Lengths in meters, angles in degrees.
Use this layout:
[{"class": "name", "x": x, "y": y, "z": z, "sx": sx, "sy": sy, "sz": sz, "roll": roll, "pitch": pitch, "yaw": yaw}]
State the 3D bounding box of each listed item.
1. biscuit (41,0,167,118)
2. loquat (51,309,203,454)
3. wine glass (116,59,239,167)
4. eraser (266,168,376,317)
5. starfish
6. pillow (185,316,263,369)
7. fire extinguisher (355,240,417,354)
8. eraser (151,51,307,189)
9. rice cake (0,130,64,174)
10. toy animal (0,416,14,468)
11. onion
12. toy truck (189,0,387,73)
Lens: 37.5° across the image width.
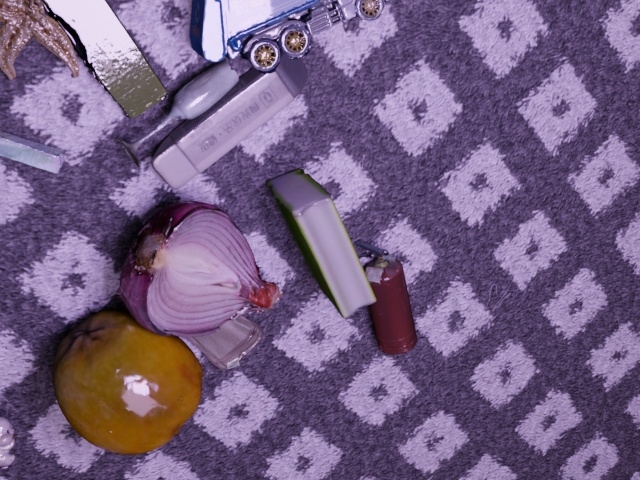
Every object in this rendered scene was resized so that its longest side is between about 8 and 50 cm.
[{"class": "biscuit", "x": -0.393, "y": -0.360, "z": 1.669, "sx": 0.099, "sy": 0.038, "sz": 0.322, "roll": -38, "pitch": 122, "yaw": -6}, {"class": "loquat", "x": -0.378, "y": 0.277, "z": 1.855, "sx": 0.276, "sy": 0.276, "sz": 0.284, "roll": -40, "pitch": 120, "yaw": -1}, {"class": "wine glass", "x": -0.258, "y": -0.245, "z": 1.761, "sx": 0.262, "sy": 0.074, "sz": 0.074, "roll": -40, "pitch": 123, "yaw": -8}, {"class": "eraser", "x": 0.000, "y": 0.000, "z": 1.911, "sx": 0.092, "sy": 0.210, "sz": 0.274, "roll": -30, "pitch": 119, "yaw": -6}, {"class": "starfish", "x": -0.515, "y": -0.359, "z": 1.591, "sx": 0.138, "sy": 0.050, "sz": 0.247, "roll": -22, "pitch": 119, "yaw": 8}, {"class": "pillow", "x": -0.229, "y": 0.180, "z": 1.995, "sx": 0.130, "sy": 0.038, "sz": 0.233, "roll": -45, "pitch": 120, "yaw": 4}, {"class": "fire extinguisher", "x": 0.144, "y": 0.122, "z": 2.100, "sx": 0.105, "sy": 0.105, "sz": 0.269, "roll": -22, "pitch": 121, "yaw": -13}, {"class": "eraser", "x": -0.170, "y": -0.237, "z": 1.810, "sx": 0.352, "sy": 0.061, "sz": 0.089, "roll": -39, "pitch": 122, "yaw": -1}, {"class": "rice cake", "x": -0.562, "y": -0.171, "z": 1.689, "sx": 0.211, "sy": 0.034, "sz": 0.043, "roll": 18, "pitch": 114, "yaw": -30}, {"class": "toy animal", "x": -0.651, "y": 0.392, "z": 1.897, "sx": 0.085, "sy": 0.071, "sz": 0.124, "roll": 11, "pitch": 119, "yaw": -8}, {"class": "onion", "x": -0.245, "y": 0.063, "z": 1.869, "sx": 0.349, "sy": 0.159, "sz": 0.267, "roll": 29, "pitch": 88, "yaw": -47}, {"class": "toy truck", "x": -0.062, "y": -0.429, "z": 1.717, "sx": 0.367, "sy": 0.146, "sz": 0.175, "roll": -26, "pitch": 117, "yaw": -10}]
